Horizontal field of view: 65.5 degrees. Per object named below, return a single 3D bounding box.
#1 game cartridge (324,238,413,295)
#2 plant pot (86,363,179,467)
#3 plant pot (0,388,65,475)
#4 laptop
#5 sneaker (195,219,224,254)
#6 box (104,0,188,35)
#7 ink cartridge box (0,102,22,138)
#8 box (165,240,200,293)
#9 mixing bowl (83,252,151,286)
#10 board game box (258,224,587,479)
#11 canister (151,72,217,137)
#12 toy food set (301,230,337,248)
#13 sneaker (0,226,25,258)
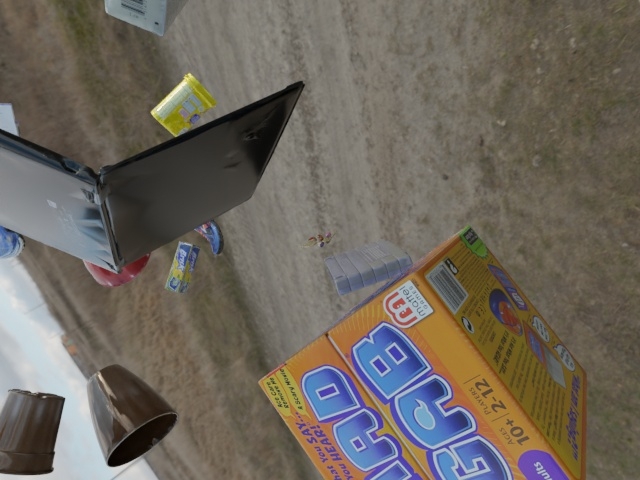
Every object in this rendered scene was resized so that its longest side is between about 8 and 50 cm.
[{"bbox_3d":[0.139,0.074,1.526,0.355,0.230,0.068,-118,13,-81],"label":"game cartridge"},{"bbox_3d":[-0.558,0.473,1.414,0.230,0.215,0.215,45,151,23],"label":"plant pot"},{"bbox_3d":[-0.681,0.438,1.152,0.167,0.165,0.167,10,163,3],"label":"plant pot"},{"bbox_3d":[-0.292,-0.119,0.695,0.408,0.236,0.382,24,156,-10],"label":"laptop"},{"bbox_3d":[-0.410,-0.044,1.789,0.083,0.087,0.221,76,169,-73],"label":"sneaker"},{"bbox_3d":[-0.241,-0.458,0.794,0.094,0.275,0.113,19,141,-8],"label":"box"},{"bbox_3d":[-0.791,-0.217,1.125,0.045,0.206,0.208,-124,35,-45],"label":"ink cartridge box"},{"bbox_3d":[-0.466,0.091,1.687,0.054,0.169,0.059,12,172,18],"label":"box"},{"bbox_3d":[-0.535,0.018,1.262,0.181,0.181,0.098,39,172,29],"label":"mixing bowl"},{"bbox_3d":[0.194,0.243,0.877,0.356,0.356,0.356,-41,81,29],"label":"board game box"},{"bbox_3d":[-0.422,-0.413,1.537,0.073,0.170,0.126,46,180,35],"label":"canister"},{"bbox_3d":[0.000,0.000,1.636,0.122,0.078,0.019,-11,119,41],"label":"toy food set"},{"bbox_3d":[-0.798,0.014,1.102,0.330,0.147,0.130,-16,103,24],"label":"sneaker"}]
